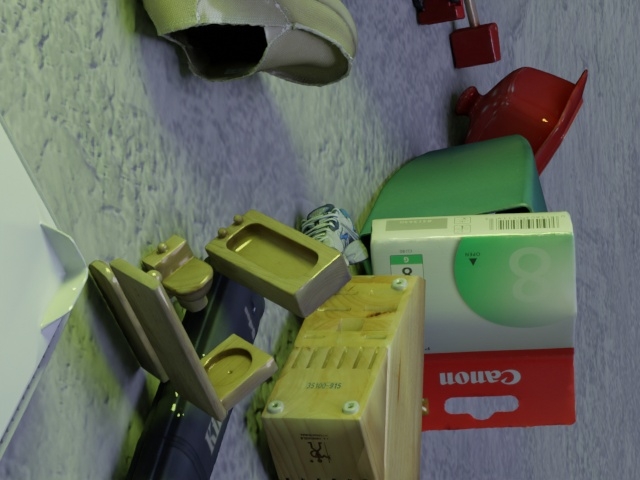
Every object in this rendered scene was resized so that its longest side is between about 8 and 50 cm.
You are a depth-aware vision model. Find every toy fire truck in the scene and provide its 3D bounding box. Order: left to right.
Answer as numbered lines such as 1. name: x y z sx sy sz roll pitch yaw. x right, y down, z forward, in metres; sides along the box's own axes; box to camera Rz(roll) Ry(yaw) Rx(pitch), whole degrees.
1. toy fire truck: 0.139 -0.278 2.118 0.135 0.047 0.192 -20 102 -67

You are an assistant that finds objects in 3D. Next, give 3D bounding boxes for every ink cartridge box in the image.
1. ink cartridge box: 0.142 0.085 1.808 0.056 0.181 0.225 -81 167 -66

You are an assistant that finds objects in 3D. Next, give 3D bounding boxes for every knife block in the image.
1. knife block: 0.034 0.195 1.683 0.276 0.088 0.242 -66 149 -49

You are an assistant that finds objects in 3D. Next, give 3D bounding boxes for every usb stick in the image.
1. usb stick: -0.093 0.123 1.468 0.278 0.045 0.077 -73 147 -44

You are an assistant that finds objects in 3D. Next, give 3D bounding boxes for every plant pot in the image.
1. plant pot: 0.151 0.000 1.935 0.234 0.165 0.166 -70 146 -61

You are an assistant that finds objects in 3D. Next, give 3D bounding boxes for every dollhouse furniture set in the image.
1. dollhouse furniture set: -0.077 0.013 1.412 0.151 0.144 0.123 -39 127 -20

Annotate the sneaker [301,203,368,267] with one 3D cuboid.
1. sneaker: 0.000 0.000 1.726 0.135 0.052 0.058 -24 99 -75

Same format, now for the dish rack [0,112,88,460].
1. dish rack: -0.237 0.028 1.129 0.333 0.072 0.286 -69 145 -46

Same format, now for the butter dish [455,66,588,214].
1. butter dish: 0.200 -0.123 2.148 0.160 0.118 0.160 -58 178 33

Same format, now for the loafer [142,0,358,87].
1. loafer: -0.061 -0.165 1.566 0.268 0.102 0.092 24 63 -53
